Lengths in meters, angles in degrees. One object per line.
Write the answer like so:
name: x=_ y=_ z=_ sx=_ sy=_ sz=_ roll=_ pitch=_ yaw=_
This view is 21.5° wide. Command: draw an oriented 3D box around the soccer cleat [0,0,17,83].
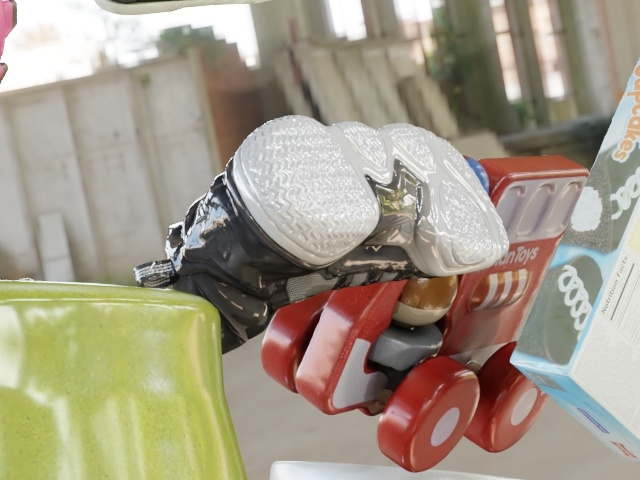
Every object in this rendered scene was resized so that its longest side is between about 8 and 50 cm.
soccer cleat: x=-0.266 y=-0.200 z=1.018 sx=0.116 sy=0.331 sz=0.143 roll=35 pitch=45 yaw=28

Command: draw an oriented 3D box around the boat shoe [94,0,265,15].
boat shoe: x=-0.087 y=-0.256 z=1.480 sx=0.233 sy=0.079 sz=0.084 roll=-10 pitch=46 yaw=-13

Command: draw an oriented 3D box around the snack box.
snack box: x=0.273 y=-0.004 z=1.312 sx=0.060 sy=0.322 sz=0.187 roll=11 pitch=-21 yaw=43

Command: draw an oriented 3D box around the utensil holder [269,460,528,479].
utensil holder: x=0.093 y=0.428 z=1.689 sx=0.327 sy=0.385 sz=0.327 roll=6 pitch=-11 yaw=1

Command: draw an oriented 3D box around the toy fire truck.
toy fire truck: x=0.103 y=0.041 z=1.428 sx=0.169 sy=0.254 sz=0.302 roll=32 pitch=20 yaw=31

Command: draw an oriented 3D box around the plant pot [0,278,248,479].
plant pot: x=-0.163 y=0.197 z=0.762 sx=0.366 sy=0.353 sz=0.366 roll=0 pitch=-5 yaw=0

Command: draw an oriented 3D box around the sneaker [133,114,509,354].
sneaker: x=0.000 y=0.000 z=1.064 sx=0.153 sy=0.101 sz=0.268 roll=-34 pitch=-23 yaw=29
